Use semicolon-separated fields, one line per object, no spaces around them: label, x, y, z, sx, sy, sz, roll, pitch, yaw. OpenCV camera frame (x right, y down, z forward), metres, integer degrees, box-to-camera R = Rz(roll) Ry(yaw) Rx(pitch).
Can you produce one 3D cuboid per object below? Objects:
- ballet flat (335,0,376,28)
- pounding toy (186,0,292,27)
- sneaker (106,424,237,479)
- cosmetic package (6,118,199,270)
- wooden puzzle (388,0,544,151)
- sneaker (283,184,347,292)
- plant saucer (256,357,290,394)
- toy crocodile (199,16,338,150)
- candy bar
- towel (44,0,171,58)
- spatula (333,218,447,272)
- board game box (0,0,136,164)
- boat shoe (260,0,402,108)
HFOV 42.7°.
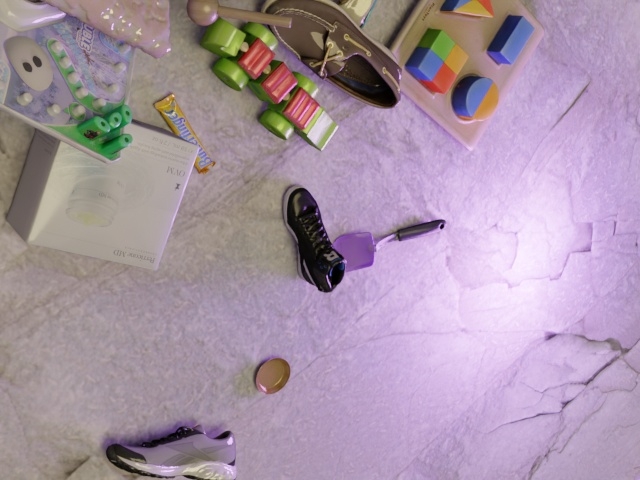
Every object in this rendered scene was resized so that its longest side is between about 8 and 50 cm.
ballet flat;0.101;-0.514;1.519;0.086;0.086;0.248;30;90;-38
pounding toy;-0.128;-0.430;1.360;0.183;0.110;0.237;7;65;-7
sneaker;-0.285;0.409;1.589;0.271;0.100;0.108;13;75;-34
cosmetic package;-0.351;-0.092;1.322;0.224;0.138;0.224;15;99;-37
wooden puzzle;0.318;-0.396;1.705;0.348;0.080;0.322;34;86;-38
sneaker;0.000;0.000;1.605;0.079;0.121;0.217;-27;120;-25
plant saucer;-0.101;0.280;1.705;0.083;0.015;0.083;-13;115;-31
toy crocodile;-0.082;-0.277;1.457;0.115;0.105;0.340;-52;128;-7
candy bar;-0.236;-0.185;1.441;0.040;0.018;0.161;-40;124;-16
towel;-0.339;-0.447;1.118;0.332;0.053;0.317;20;59;-47
spatula;0.154;-0.002;1.768;0.296;0.030;0.084;-18;114;-28
board game box;-0.391;-0.350;1.090;0.390;0.050;0.390;29;52;-44
boat shoe;0.030;-0.340;1.494;0.116;0.096;0.324;-35;139;32
